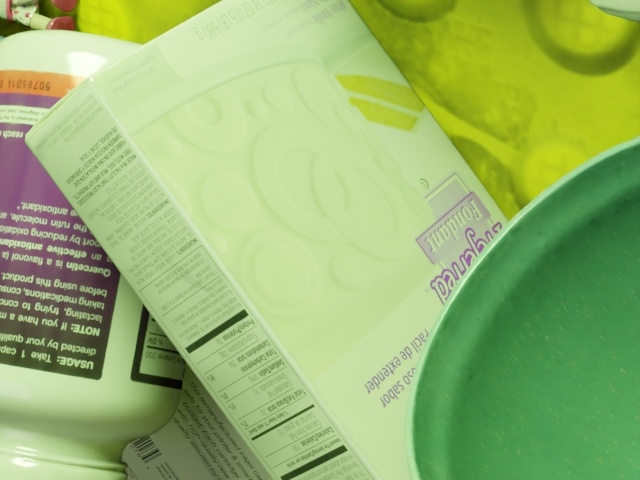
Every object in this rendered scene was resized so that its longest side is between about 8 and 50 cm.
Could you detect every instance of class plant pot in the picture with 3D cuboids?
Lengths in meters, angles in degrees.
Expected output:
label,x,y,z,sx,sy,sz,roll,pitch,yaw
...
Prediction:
label,x,y,z,sx,sy,sz,roll,pitch,yaw
plant pot,0.223,0.104,0.991,0.293,0.293,0.196,-14,133,45

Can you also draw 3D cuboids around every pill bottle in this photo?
label,x,y,z,sx,sy,sz,roll,pitch,yaw
pill bottle,-0.177,0.022,1.218,0.181,0.181,0.323,5,83,38

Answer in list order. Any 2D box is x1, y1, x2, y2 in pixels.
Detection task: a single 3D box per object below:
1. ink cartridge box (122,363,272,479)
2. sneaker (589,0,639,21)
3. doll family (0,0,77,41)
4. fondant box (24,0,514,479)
label,x,y,z,sx,sy,sz,roll,pitch,yaw
ink cartridge box,-0.059,0.148,1.353,0.198,0.115,0.273,54,137,-3
sneaker,0.248,-0.120,0.947,0.212,0.080,0.094,9,135,35
doll family,-0.298,-0.121,1.341,0.163,0.118,0.263,21,114,23
fondant box,0.000,0.000,1.113,0.096,0.238,0.330,-33,94,46
